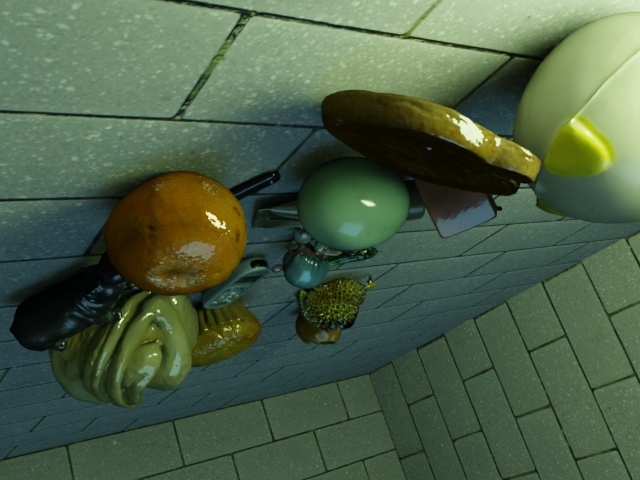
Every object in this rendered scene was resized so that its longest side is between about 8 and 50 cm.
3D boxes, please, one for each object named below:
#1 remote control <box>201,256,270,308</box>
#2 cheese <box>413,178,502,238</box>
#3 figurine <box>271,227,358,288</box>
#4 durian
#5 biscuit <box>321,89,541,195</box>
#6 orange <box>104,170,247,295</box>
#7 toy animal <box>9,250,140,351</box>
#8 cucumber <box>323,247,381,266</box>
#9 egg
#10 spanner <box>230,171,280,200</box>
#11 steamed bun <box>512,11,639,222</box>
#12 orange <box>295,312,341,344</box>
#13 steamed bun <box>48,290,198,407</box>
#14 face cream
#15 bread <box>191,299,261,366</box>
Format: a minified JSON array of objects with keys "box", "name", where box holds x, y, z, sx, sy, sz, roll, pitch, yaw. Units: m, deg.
[{"box":[-0.203,0.100,1.672,0.087,0.047,0.244,1,154,-39],"name":"remote control"},{"box":[0.241,-0.143,1.339,0.128,0.202,0.177,-21,131,17],"name":"cheese"},{"box":[0.009,0.011,1.543,0.260,0.102,0.205,-37,158,20],"name":"figurine"},{"box":[0.057,0.188,2.037,0.238,0.137,0.193,-16,161,-12],"name":"durian"},{"box":[0.178,-0.146,1.081,0.314,0.063,0.367,13,175,34],"name":"biscuit"},{"box":[-0.230,-0.013,1.133,0.224,0.170,0.224,-5,142,-4],"name":"orange"},{"box":[-0.445,0.108,1.363,0.343,0.106,0.168,-32,160,26],"name":"toy animal"},{"box":[0.077,0.037,1.780,0.168,0.039,0.039,-13,161,-13],"name":"cucumber"},{"box":[0.062,-0.066,1.270,0.231,0.168,0.168,-7,158,-41],"name":"egg"},{"box":[-0.212,-0.052,1.275,0.316,0.024,0.087,-24,163,10],"name":"spanner"},{"box":[0.469,-0.183,1.119,0.334,0.333,0.374,-22,160,9],"name":"steamed bun"},{"box":[0.000,0.264,2.206,0.155,0.134,0.154,-20,155,-10],"name":"orange"},{"box":[-0.431,0.255,1.614,0.372,0.230,0.325,-27,164,14],"name":"steamed bun"},{"box":[0.037,-0.063,1.414,0.342,0.084,0.137,-8,169,-12],"name":"face cream"},{"box":[-0.271,0.240,1.849,0.240,0.139,0.240,-17,162,-6],"name":"bread"}]
